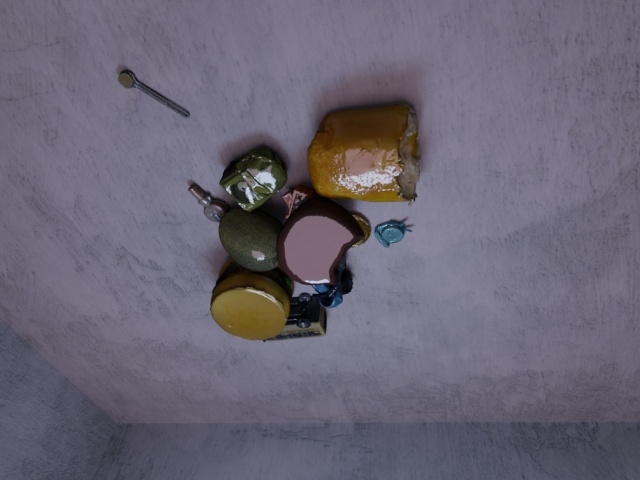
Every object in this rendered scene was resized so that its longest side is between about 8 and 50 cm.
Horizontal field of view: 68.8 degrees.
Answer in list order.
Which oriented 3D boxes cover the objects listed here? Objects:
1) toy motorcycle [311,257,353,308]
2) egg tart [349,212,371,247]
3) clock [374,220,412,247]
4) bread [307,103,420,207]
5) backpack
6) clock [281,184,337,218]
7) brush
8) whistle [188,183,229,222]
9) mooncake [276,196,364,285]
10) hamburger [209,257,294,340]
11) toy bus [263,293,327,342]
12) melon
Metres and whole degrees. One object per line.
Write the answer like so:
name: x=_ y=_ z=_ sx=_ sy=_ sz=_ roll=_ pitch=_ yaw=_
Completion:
toy motorcycle: x=-0.002 y=0.141 z=2.057 sx=0.172 sy=0.232 sz=0.416 roll=-20 pitch=128 yaw=39
egg tart: x=0.124 y=-0.031 z=1.987 sx=0.191 sy=0.074 sz=0.191 roll=3 pitch=135 yaw=3
clock: x=0.309 y=-0.035 z=1.974 sx=0.147 sy=0.045 sz=0.108 roll=-26 pitch=126 yaw=28
bread: x=0.150 y=-0.265 z=1.633 sx=0.393 sy=0.250 sz=0.361 roll=-2 pitch=132 yaw=12
backpack: x=-0.248 y=-0.241 z=1.799 sx=0.253 sy=0.140 sz=0.207 roll=-30 pitch=123 yaw=24
clock: x=-0.026 y=-0.106 z=1.873 sx=0.219 sy=0.106 sz=0.256 roll=-23 pitch=104 yaw=19
brush: x=-0.588 y=-0.511 z=1.660 sx=0.266 sy=0.027 sz=0.062 roll=29 pitch=131 yaw=-19
whistle: x=-0.468 y=-0.150 z=1.970 sx=0.107 sy=0.057 sz=0.220 roll=-24 pitch=124 yaw=29
mooncake: x=0.000 y=0.000 z=1.753 sx=0.333 sy=0.174 sz=0.326 roll=-3 pitch=107 yaw=8
hamburger: x=-0.310 y=0.254 z=2.178 sx=0.394 sy=0.278 sz=0.396 roll=3 pitch=131 yaw=4
toy bus: x=-0.155 y=0.405 z=2.375 sx=0.364 sy=0.177 sz=0.202 roll=-8 pitch=138 yaw=14
melon: x=-0.276 y=-0.011 z=1.922 sx=0.329 sy=0.248 sz=0.249 roll=33 pitch=142 yaw=28
